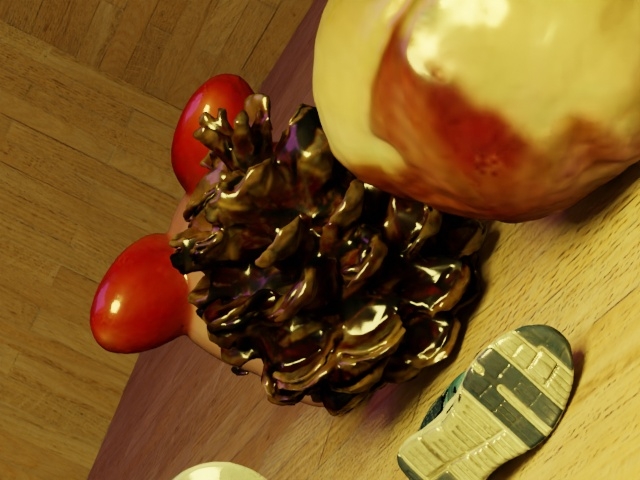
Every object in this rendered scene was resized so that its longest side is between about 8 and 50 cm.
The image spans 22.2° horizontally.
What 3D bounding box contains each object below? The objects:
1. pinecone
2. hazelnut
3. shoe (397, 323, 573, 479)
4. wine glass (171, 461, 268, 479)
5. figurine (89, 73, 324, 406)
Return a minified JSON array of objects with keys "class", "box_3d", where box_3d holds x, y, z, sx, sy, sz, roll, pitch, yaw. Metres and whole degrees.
[{"class":"pinecone","box_3d":[-0.004,0.012,1.279,0.243,0.257,0.244,-46,34,43]},{"class":"hazelnut","box_3d":[0.128,-0.127,1.073,0.261,0.241,0.261,-27,47,33]},{"class":"shoe","box_3d":[0.107,0.102,1.001,0.143,0.064,0.071,-52,-4,33]},{"class":"wine glass","box_3d":[-0.089,0.278,1.362,0.165,0.165,0.196,-62,1,11]},{"class":"figurine","box_3d":[-0.046,0.008,1.507,0.211,0.261,0.270,-113,47,-82]}]
